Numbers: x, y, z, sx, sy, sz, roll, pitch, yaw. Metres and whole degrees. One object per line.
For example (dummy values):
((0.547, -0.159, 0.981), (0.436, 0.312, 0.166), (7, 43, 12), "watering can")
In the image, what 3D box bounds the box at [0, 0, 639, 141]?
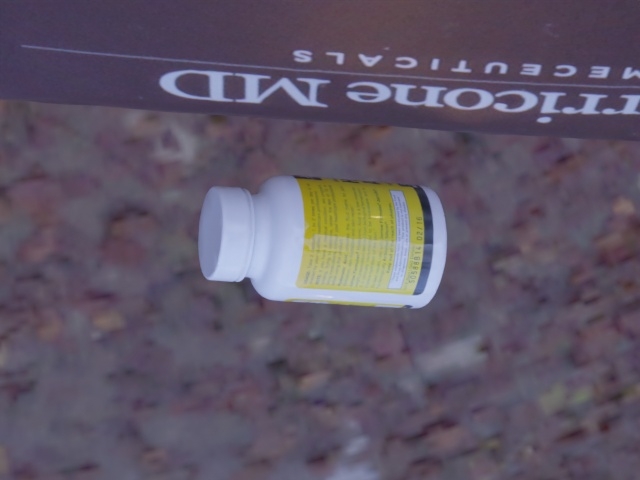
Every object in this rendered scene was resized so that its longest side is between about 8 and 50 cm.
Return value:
((0.019, -0.148, 0.301), (0.191, 0.143, 0.381), (3, 162, 0), "box")

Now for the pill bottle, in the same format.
((0.000, 0.000, 1.002), (0.116, 0.065, 0.065), (4, 132, -19), "pill bottle")
